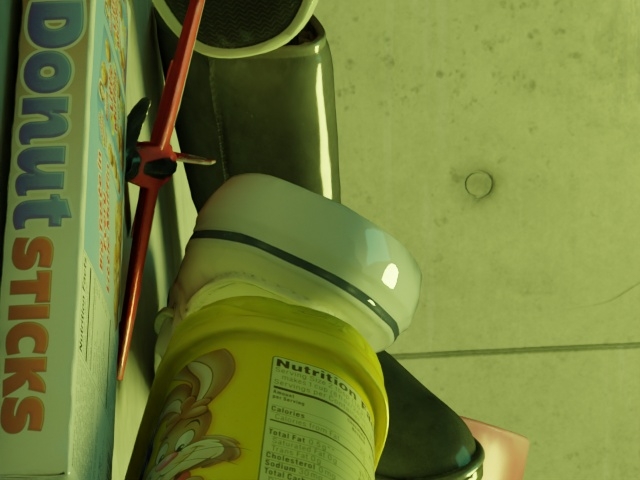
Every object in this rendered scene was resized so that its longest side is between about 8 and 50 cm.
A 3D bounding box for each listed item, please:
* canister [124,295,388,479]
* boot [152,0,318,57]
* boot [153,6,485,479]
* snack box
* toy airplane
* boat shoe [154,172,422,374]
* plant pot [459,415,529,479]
[{"bbox_3d":[-0.026,0.109,0.416,0.170,0.073,0.126,-86,-167,-65],"label":"canister"},{"bbox_3d":[-0.043,-0.208,0.630,0.176,0.088,0.244,-94,177,-69],"label":"boot"},{"bbox_3d":[-0.001,0.001,0.700,0.076,0.189,0.209,-27,130,-46],"label":"boot"},{"bbox_3d":[-0.067,-0.011,0.408,0.064,0.022,0.178,85,2,-61],"label":"snack box"},{"bbox_3d":[-0.059,-0.031,0.537,0.151,0.028,0.151,13,90,-87],"label":"toy airplane"},{"bbox_3d":[-0.020,0.040,0.564,0.226,0.083,0.076,116,0,-76],"label":"boat shoe"},{"bbox_3d":[0.033,0.206,1.093,0.201,0.201,0.180,80,24,-80],"label":"plant pot"}]
